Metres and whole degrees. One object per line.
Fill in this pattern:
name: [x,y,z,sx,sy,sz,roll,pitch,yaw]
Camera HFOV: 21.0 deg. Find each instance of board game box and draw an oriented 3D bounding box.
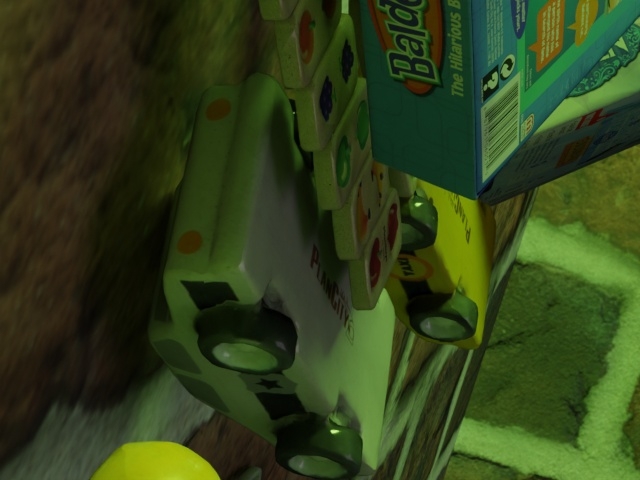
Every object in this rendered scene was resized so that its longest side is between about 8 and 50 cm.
board game box: [0.088,-0.139,0.591,0.210,0.047,0.160,-45,145,-34]
board game box: [0.230,-0.120,1.037,0.319,0.318,0.066,78,-10,-85]

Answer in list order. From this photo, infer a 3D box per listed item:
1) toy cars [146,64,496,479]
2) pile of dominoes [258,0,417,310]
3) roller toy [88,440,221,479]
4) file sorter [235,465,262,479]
toy cars: [0.000,0.000,0.764,0.393,0.087,0.176,-33,120,-69]
pile of dominoes: [0.030,-0.104,0.624,0.251,0.040,0.196,72,24,-51]
roller toy: [-0.086,0.162,0.423,0.191,0.146,0.209,95,17,-57]
file sorter: [0.046,0.261,0.950,0.173,0.277,0.193,-16,125,-80]
